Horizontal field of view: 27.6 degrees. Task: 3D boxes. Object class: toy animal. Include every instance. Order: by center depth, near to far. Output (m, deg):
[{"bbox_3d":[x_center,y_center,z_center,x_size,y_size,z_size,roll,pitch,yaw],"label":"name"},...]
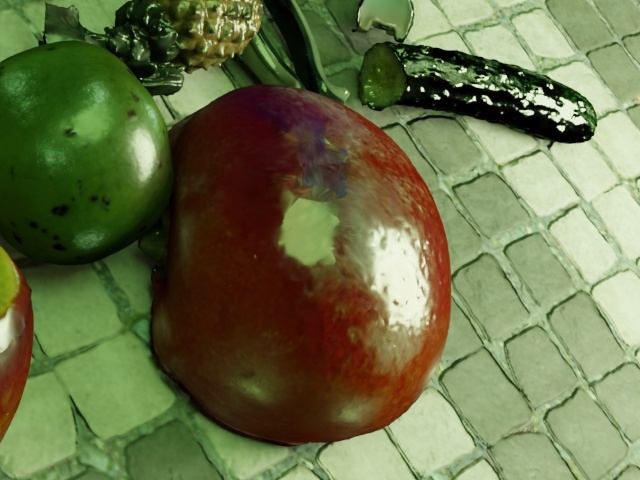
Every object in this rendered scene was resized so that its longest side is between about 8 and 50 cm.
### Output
[{"bbox_3d":[0.073,-0.261,1.421,0.071,0.085,0.124,0,15,8],"label":"toy animal"}]

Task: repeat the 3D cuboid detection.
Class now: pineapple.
[{"bbox_3d":[-0.167,-0.188,1.209,0.119,0.111,0.237,29,47,30],"label":"pineapple"}]

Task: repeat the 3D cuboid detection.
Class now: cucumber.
[{"bbox_3d":[0.187,-0.161,1.421,0.303,0.081,0.072,6,24,-28],"label":"cucumber"}]

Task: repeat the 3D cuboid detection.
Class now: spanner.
[{"bbox_3d":[-0.027,-0.165,1.314,0.095,0.040,0.325,-13,69,-38],"label":"spanner"}]

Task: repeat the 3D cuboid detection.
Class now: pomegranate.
[{"bbox_3d":[-0.231,-0.058,1.041,0.225,0.187,0.187,-23,71,-10],"label":"pomegranate"}]

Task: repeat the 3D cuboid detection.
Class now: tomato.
[{"bbox_3d":[0.001,-0.006,1.120,0.289,0.176,0.335,7,60,-23],"label":"tomato"}]

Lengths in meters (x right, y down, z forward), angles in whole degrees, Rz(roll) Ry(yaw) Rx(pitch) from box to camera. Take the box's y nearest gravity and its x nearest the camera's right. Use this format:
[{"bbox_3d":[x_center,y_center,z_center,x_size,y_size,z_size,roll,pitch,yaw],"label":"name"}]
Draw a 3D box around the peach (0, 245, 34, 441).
[{"bbox_3d":[-0.338,0.075,0.830,0.274,0.248,0.245,19,86,-26],"label":"peach"}]
